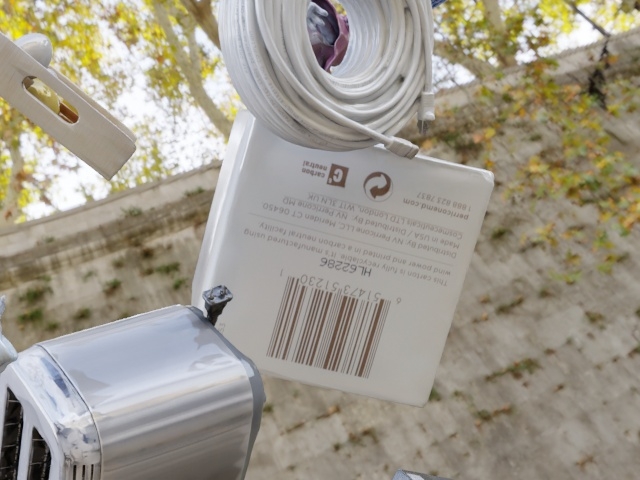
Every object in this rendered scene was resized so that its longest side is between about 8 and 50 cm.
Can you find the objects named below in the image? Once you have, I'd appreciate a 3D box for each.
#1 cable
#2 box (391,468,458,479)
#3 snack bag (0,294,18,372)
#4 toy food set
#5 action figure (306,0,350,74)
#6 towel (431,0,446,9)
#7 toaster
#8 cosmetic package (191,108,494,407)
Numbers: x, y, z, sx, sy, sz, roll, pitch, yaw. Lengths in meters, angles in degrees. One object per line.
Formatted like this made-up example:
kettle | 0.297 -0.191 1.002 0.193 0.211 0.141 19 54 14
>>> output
cable | 0.015 -0.224 0.804 0.257 0.089 0.257 5 -88 -38
box | 0.130 0.429 1.087 0.183 0.059 0.233 -56 -38 0
snack bag | -0.344 0.027 0.259 0.342 0.323 0.037 -41 -1 -22
toy food set | -0.337 -0.193 1.010 0.220 0.306 0.092 40 -90 -16
action figure | 0.001 -0.416 1.612 0.248 0.276 0.370 -45 2 26
towel | 0.160 -0.389 0.991 0.285 0.209 0.034 -27 -41 21
toaster | -0.136 0.143 0.526 0.146 0.129 0.227 -10 -52 -43
cosmetic package | 0.000 0.000 1.126 0.329 0.394 0.327 13 -83 -11
